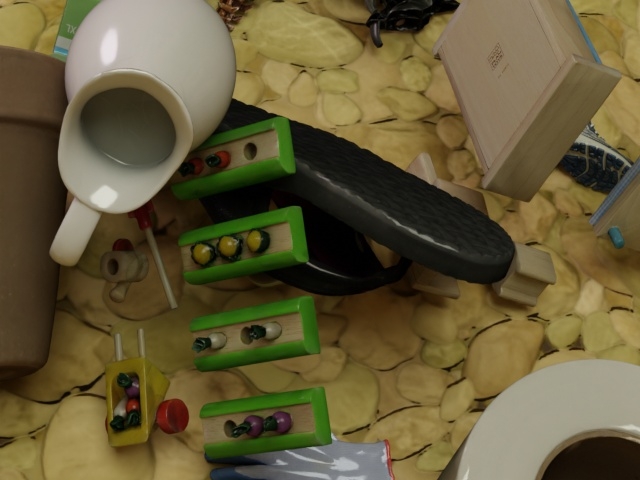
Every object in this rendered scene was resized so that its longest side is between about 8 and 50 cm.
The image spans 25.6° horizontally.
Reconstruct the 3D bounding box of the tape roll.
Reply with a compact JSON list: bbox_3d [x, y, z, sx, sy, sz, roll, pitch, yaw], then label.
[{"bbox_3d":[0.200,0.234,1.068,0.246,0.169,0.246,5,60,-8],"label":"tape roll"}]

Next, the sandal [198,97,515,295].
[{"bbox_3d":[-0.035,-0.037,1.164,0.445,0.107,0.167,25,17,32],"label":"sandal"}]

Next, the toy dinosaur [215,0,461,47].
[{"bbox_3d":[0.037,-0.312,1.365,0.322,0.164,0.218,-46,71,16],"label":"toy dinosaur"}]

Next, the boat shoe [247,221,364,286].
[{"bbox_3d":[-0.001,-0.001,1.238,0.153,0.048,0.056,-39,62,-22],"label":"boat shoe"}]

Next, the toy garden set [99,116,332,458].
[{"bbox_3d":[-0.102,0.046,1.077,0.049,0.203,0.244,0,80,-54],"label":"toy garden set"}]

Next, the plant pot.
[{"bbox_3d":[-0.299,-0.005,1.085,0.263,0.263,0.229,-6,79,-13],"label":"plant pot"}]

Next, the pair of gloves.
[{"bbox_3d":[-0.013,0.220,1.121,0.159,0.023,0.198,3,61,-9],"label":"pair of gloves"}]

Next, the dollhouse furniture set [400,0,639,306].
[{"bbox_3d":[0.257,-0.084,1.259,0.303,0.286,0.198,16,38,-24],"label":"dollhouse furniture set"}]

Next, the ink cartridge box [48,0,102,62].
[{"bbox_3d":[-0.163,-0.179,1.221,0.109,0.209,0.062,18,104,0],"label":"ink cartridge box"}]

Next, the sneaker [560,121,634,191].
[{"bbox_3d":[0.244,-0.098,1.331,0.135,0.052,0.058,30,53,5],"label":"sneaker"}]

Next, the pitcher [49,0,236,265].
[{"bbox_3d":[-0.141,-0.089,1.032,0.125,0.178,0.207,28,28,-12],"label":"pitcher"}]
